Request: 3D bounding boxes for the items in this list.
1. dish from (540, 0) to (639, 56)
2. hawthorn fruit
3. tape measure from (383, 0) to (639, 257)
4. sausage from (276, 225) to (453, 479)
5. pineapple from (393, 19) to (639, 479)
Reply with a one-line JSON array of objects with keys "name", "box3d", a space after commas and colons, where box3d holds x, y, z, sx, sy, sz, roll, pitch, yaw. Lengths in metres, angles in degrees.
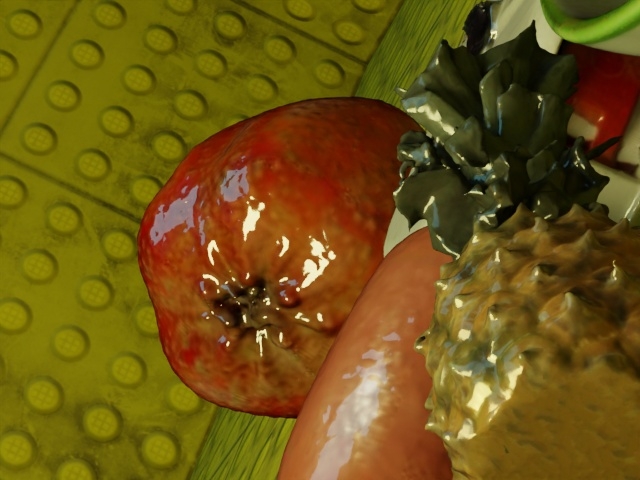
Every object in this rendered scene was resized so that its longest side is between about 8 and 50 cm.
[{"name": "dish", "box3d": [0.231, -0.216, 0.732, 0.324, 0.124, 0.324, -158, 90, -78]}, {"name": "hawthorn fruit", "box3d": [0.000, 0.000, 1.427, 0.287, 0.287, 0.330, -62, -8, 30]}, {"name": "tape measure", "box3d": [0.136, -0.075, 0.974, 0.265, 0.130, 0.258, -66, 7, -17]}, {"name": "sausage", "box3d": [0.061, 0.092, 0.804, 0.254, 0.148, 0.148, -58, 2, -19]}, {"name": "pineapple", "box3d": [0.094, 0.006, 0.689, 0.248, 0.128, 0.128, -99, 31, -49]}]
